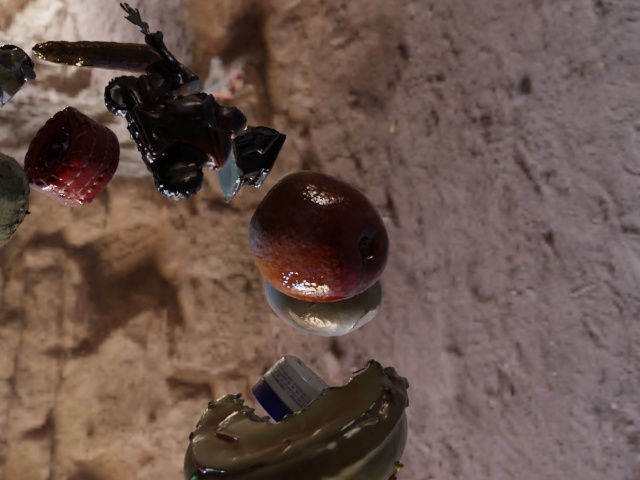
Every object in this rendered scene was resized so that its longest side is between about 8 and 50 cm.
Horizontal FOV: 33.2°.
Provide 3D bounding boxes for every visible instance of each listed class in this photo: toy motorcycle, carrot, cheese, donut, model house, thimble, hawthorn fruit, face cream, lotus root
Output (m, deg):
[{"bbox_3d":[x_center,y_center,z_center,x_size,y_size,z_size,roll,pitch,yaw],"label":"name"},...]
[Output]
[{"bbox_3d":[-0.268,-0.249,1.887,0.401,0.207,0.134,54,158,26],"label":"toy motorcycle"},{"bbox_3d":[-0.445,-0.376,2.172,0.066,0.314,0.066,2,93,46],"label":"carrot"},{"bbox_3d":[-0.001,0.081,1.814,0.154,0.189,0.198,-65,13,0],"label":"cheese"},{"bbox_3d":[-0.038,0.326,1.642,0.307,0.371,0.150,-59,-49,-62],"label":"donut"},{"bbox_3d":[-0.128,-0.170,2.133,0.106,0.152,0.165,62,153,7],"label":"model house"},{"bbox_3d":[-0.515,-0.168,2.227,0.163,0.125,0.189,34,93,40],"label":"thimble"},{"bbox_3d":[0.000,0.000,1.338,0.173,0.173,0.172,-174,90,-67],"label":"hawthorn fruit"},{"bbox_3d":[-0.025,0.317,2.053,0.111,0.206,0.206,-48,27,-1],"label":"face cream"},{"bbox_3d":[-0.524,-0.264,1.643,0.074,0.151,0.228,-38,23,32],"label":"toy motorcycle"},{"bbox_3d":[-0.345,-0.034,1.108,0.143,0.070,0.144,-65,-15,19],"label":"lotus root"}]
